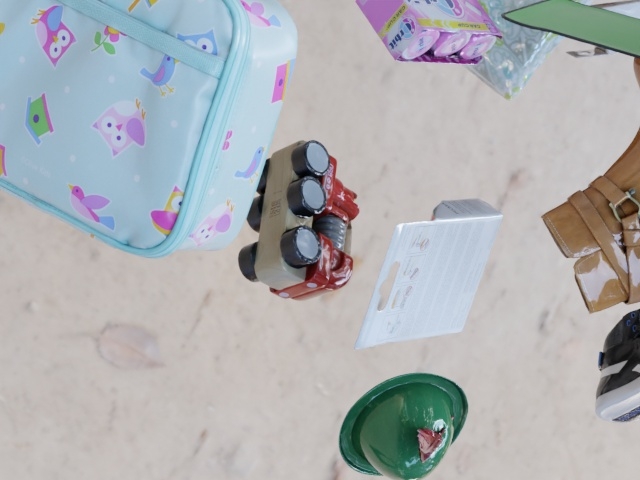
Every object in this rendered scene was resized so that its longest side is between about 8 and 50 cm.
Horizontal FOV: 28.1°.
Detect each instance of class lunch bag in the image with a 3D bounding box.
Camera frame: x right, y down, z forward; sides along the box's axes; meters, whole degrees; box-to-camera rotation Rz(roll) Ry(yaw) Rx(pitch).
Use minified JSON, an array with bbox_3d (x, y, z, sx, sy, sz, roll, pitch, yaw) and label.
[{"bbox_3d":[-0.163,-0.130,0.957,0.108,0.279,0.224,-13,126,-59],"label":"lunch bag"}]

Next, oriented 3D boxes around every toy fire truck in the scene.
[{"bbox_3d":[0.000,0.000,1.908,0.246,0.158,0.217,29,55,-37],"label":"toy fire truck"}]

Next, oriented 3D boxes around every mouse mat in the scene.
[{"bbox_3d":[0.283,-0.199,1.222,0.152,0.189,0.007,-27,131,-53],"label":"mouse mat"}]

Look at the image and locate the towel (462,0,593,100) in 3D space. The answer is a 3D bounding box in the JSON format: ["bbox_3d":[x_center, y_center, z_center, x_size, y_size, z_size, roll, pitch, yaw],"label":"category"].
[{"bbox_3d":[0.297,-0.466,2.050,0.374,0.320,0.090,-52,168,17],"label":"towel"}]

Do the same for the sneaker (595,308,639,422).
[{"bbox_3d":[0.397,0.123,1.478,0.079,0.217,0.121,23,56,-27],"label":"sneaker"}]

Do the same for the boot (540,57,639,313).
[{"bbox_3d":[0.355,-0.070,1.469,0.220,0.284,0.109,-23,175,9],"label":"boot"}]

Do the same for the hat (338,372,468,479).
[{"bbox_3d":[0.127,0.279,1.557,0.208,0.183,0.173,18,114,-34],"label":"hat"}]

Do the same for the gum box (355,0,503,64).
[{"bbox_3d":[0.149,-0.293,1.694,0.188,0.107,0.062,-6,147,-47],"label":"gum box"}]

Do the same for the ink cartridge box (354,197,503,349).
[{"bbox_3d":[0.133,0.042,1.711,0.232,0.066,0.189,-2,118,-43],"label":"ink cartridge box"}]

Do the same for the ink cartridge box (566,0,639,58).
[{"bbox_3d":[0.440,-0.302,1.768,0.115,0.198,0.067,-80,158,-78],"label":"ink cartridge box"}]
